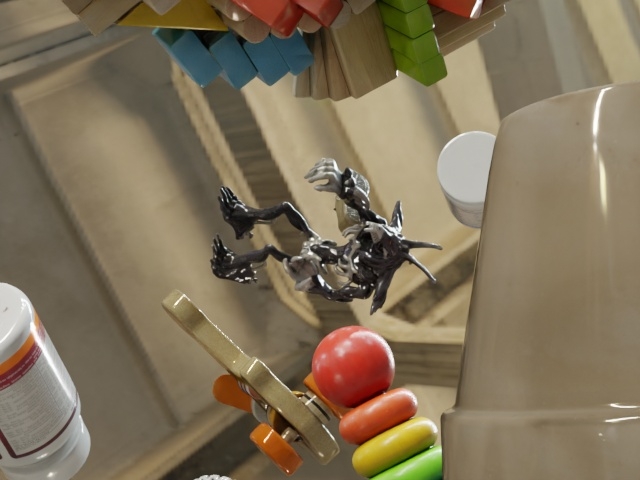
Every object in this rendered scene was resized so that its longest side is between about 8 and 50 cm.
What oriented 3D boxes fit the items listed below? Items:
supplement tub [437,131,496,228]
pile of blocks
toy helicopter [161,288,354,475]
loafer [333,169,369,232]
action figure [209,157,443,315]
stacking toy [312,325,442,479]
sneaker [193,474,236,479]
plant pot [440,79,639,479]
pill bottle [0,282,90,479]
[{"bbox_3d":[0.148,-0.054,0.971,0.107,0.071,0.071,47,-130,-72],"label":"supplement tub"},{"bbox_3d":[-0.003,-0.156,0.741,0.362,0.112,0.149,-8,-62,-24],"label":"pile of blocks"},{"bbox_3d":[-0.106,0.205,1.579,0.140,0.355,0.235,-45,-15,-11],"label":"toy helicopter"},{"bbox_3d":[0.048,-0.067,1.784,0.056,0.050,0.148,30,-144,-15],"label":"loafer"},{"bbox_3d":[0.000,0.000,1.250,0.141,0.276,0.164,56,-139,-57],"label":"action figure"},{"bbox_3d":[0.094,0.240,1.093,0.141,0.141,0.330,-12,-109,-45],"label":"stacking toy"},{"bbox_3d":[-0.186,0.390,1.401,0.095,0.236,0.104,56,-153,-35],"label":"sneaker"},{"bbox_3d":[0.236,0.039,0.761,0.323,0.323,0.280,1,-98,-46],"label":"plant pot"},{"bbox_3d":[-0.324,0.159,1.087,0.121,0.121,0.221,-51,-36,-34],"label":"pill bottle"}]
